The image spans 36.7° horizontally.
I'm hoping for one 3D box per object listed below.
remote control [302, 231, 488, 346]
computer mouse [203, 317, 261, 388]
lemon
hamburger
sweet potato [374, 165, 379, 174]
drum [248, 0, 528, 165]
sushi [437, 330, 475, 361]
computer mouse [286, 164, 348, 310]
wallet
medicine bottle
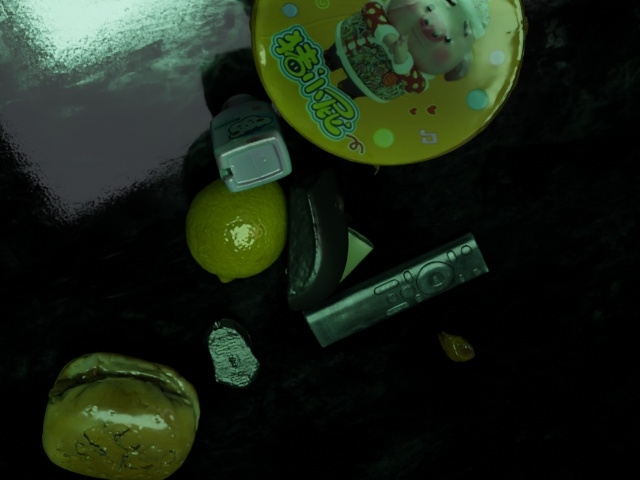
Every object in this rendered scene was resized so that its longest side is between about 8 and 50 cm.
[{"bbox_3d":[0.153,0.102,1.959,0.378,0.044,0.107,-25,128,6],"label":"remote control"},{"bbox_3d":[-0.181,0.226,1.967,0.099,0.057,0.172,-19,113,3],"label":"computer mouse"},{"bbox_3d":[-0.147,-0.031,1.725,0.187,0.187,0.244,9,112,-17],"label":"lemon"},{"bbox_3d":[-0.402,0.371,1.954,0.305,0.174,0.284,12,132,-11],"label":"hamburger"},{"bbox_3d":[0.070,-0.195,1.741,0.056,0.056,0.195,-23,128,4],"label":"sweet potato"},{"bbox_3d":[0.106,-0.342,1.494,0.431,0.214,0.431,3,121,5],"label":"drum"},{"bbox_3d":[0.290,0.231,2.069,0.099,0.047,0.050,45,62,-20],"label":"sushi"},{"bbox_3d":[0.000,0.000,1.748,0.100,0.170,0.269,4,108,9],"label":"computer mouse"},{"bbox_3d":[0.014,0.037,1.889,0.110,0.039,0.155,32,113,-31],"label":"wallet"},{"bbox_3d":[-0.123,-0.173,1.631,0.119,0.188,0.094,-19,125,1],"label":"medicine bottle"}]
